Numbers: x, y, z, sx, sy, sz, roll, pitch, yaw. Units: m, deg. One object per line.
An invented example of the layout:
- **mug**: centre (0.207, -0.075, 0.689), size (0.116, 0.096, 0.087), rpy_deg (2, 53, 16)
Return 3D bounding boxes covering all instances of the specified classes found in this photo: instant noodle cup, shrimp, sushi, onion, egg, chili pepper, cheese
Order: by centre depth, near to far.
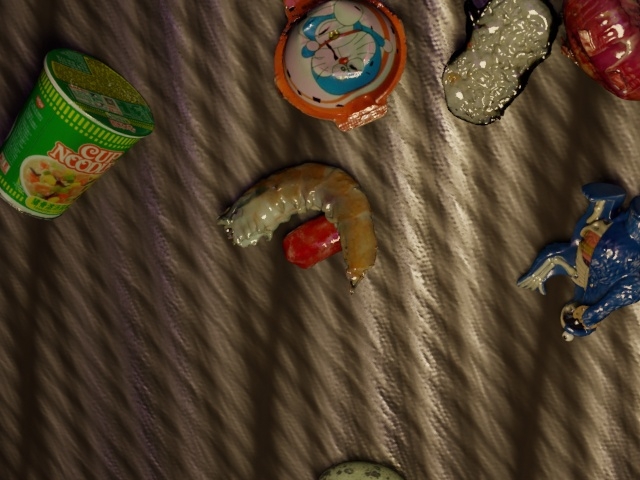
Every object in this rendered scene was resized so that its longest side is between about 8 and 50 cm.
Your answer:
- **onion**: centre (0.414, -0.302, 1.368), size (0.163, 0.230, 0.229), rpy_deg (-13, 97, 43)
- **sushi**: centre (0.257, -0.280, 1.432), size (0.147, 0.115, 0.212), rpy_deg (29, 109, 3)
- **cheese**: centre (0.015, -0.324, 1.477), size (0.217, 0.129, 0.329), rpy_deg (-20, 76, 9)
- **shrimp**: centre (-0.012, -0.036, 1.517), size (0.287, 0.068, 0.185), rpy_deg (25, 76, 29)
- **chili pepper**: centre (0.000, 0.000, 1.560), size (0.123, 0.070, 0.073), rpy_deg (-28, 109, 13)
- **instant noodle cup**: centre (-0.422, -0.165, 1.574), size (0.207, 0.207, 0.232), rpy_deg (44, 113, 3)
- **egg**: centre (0.072, 0.431, 1.579), size (0.172, 0.132, 0.132), rpy_deg (18, 102, 21)

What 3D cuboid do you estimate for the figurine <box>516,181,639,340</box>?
- **figurine**: centre (0.429, 0.037, 1.454), size (0.164, 0.121, 0.262), rpy_deg (47, 130, 27)
